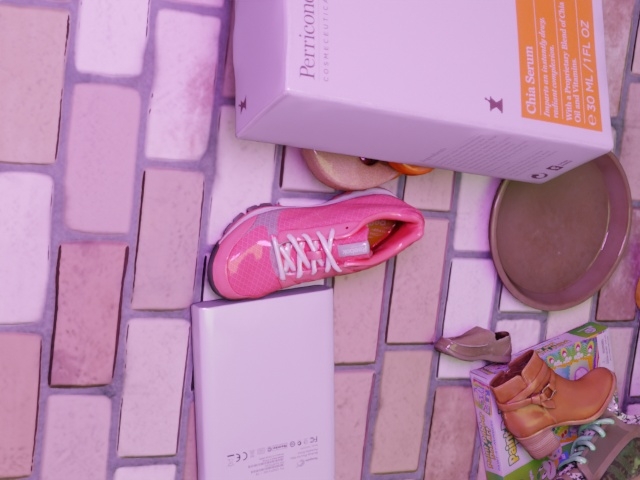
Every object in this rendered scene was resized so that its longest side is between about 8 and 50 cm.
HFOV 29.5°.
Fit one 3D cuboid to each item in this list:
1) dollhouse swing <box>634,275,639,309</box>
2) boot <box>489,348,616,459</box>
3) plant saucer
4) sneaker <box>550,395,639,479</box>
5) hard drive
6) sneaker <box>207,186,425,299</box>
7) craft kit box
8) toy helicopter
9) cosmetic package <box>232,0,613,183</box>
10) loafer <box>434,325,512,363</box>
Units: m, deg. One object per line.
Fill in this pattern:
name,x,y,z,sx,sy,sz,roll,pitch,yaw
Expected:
dollhouse swing,0.699,0.143,2.086,0.347,0.305,0.315,-19,67,-24
boot,0.354,0.219,1.842,0.197,0.073,0.152,-41,112,-19
plant saucer,0.365,-0.029,1.876,0.278,0.041,0.278,-6,102,-29
sneaker,0.442,0.335,1.903,0.410,0.158,0.182,-12,75,-25
hard drive,-0.075,0.225,1.678,0.203,0.040,0.307,-7,103,-28
sneaker,0.000,-0.001,1.621,0.314,0.136,0.116,-20,108,-25
craft kit box,0.365,0.284,1.931,0.247,0.061,0.250,-19,108,-22
toy helicopter,0.033,-0.243,1.620,0.235,0.140,0.355,0,89,-20
cosmetic package,0.129,-0.224,1.502,0.453,0.161,0.230,6,73,-25
loafer,0.231,0.154,1.831,0.148,0.056,0.050,8,95,-40
